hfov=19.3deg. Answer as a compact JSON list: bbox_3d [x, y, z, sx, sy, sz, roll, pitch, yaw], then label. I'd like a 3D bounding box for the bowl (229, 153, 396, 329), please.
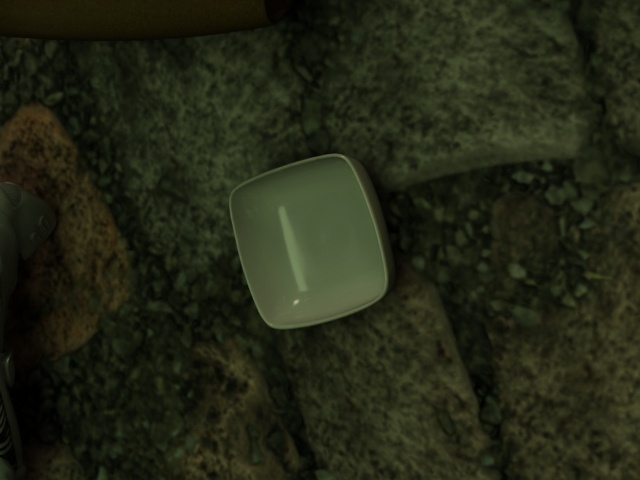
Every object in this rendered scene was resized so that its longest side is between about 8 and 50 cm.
[{"bbox_3d":[0.000,0.000,1.657,0.142,0.053,0.142,-17,88,30],"label":"bowl"}]

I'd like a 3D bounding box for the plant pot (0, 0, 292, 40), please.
[{"bbox_3d":[-0.149,-0.268,1.621,0.254,0.237,0.237,14,104,14],"label":"plant pot"}]

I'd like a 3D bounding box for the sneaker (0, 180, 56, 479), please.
[{"bbox_3d":[-0.333,0.073,1.813,0.137,0.210,0.365,9,136,29],"label":"sneaker"}]
